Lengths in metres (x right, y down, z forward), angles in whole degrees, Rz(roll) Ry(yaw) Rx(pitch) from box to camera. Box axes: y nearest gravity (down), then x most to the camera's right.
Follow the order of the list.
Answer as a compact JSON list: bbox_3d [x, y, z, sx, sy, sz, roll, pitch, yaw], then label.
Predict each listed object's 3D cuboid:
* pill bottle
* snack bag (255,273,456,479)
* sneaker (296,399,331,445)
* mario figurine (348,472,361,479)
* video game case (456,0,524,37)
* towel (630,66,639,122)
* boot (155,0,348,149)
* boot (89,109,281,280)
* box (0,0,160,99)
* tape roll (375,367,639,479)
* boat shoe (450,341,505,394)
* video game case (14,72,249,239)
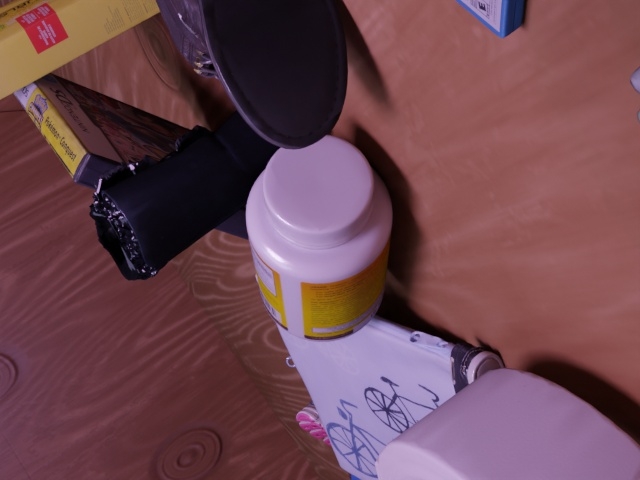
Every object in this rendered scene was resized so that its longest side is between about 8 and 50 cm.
[{"bbox_3d":[0.000,0.000,0.818,0.117,0.117,0.215,51,166,19],"label":"pill bottle"},{"bbox_3d":[0.080,0.184,1.030,0.323,0.037,0.342,20,141,48],"label":"snack bag"},{"bbox_3d":[0.050,0.279,1.448,0.170,0.075,0.063,34,149,-5],"label":"sneaker"},{"bbox_3d":[0.140,0.348,1.250,0.198,0.170,0.320,22,-161,-32],"label":"mario figurine"},{"bbox_3d":[0.039,-0.185,0.463,0.166,0.015,0.119,48,165,27],"label":"video game case"},{"bbox_3d":[0.234,0.040,0.171,0.374,0.090,0.320,52,167,13],"label":"towel"},{"bbox_3d":[-0.071,-0.170,0.745,0.263,0.091,0.229,65,168,4],"label":"boot"},{"bbox_3d":[-0.105,-0.045,0.881,0.094,0.207,0.246,54,167,4],"label":"boot"},{"bbox_3d":[-0.285,-0.223,1.019,0.087,0.232,0.058,43,159,48],"label":"box"},{"bbox_3d":[0.163,0.233,0.682,0.286,0.100,0.286,49,160,25],"label":"tape roll"},{"bbox_3d":[0.137,0.138,0.824,0.038,0.046,0.125,31,150,51],"label":"boat shoe"},{"bbox_3d":[-0.177,-0.090,1.054,0.275,0.035,0.248,19,-163,-40],"label":"video game case"}]
